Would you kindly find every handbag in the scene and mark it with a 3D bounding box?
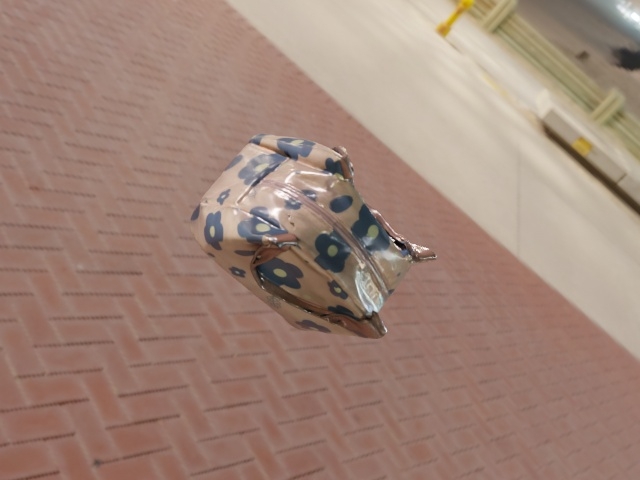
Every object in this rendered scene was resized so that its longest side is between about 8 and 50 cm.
[{"bbox_3d":[0.000,0.000,1.000,0.251,0.190,0.193,44,-15,-29],"label":"handbag"}]
